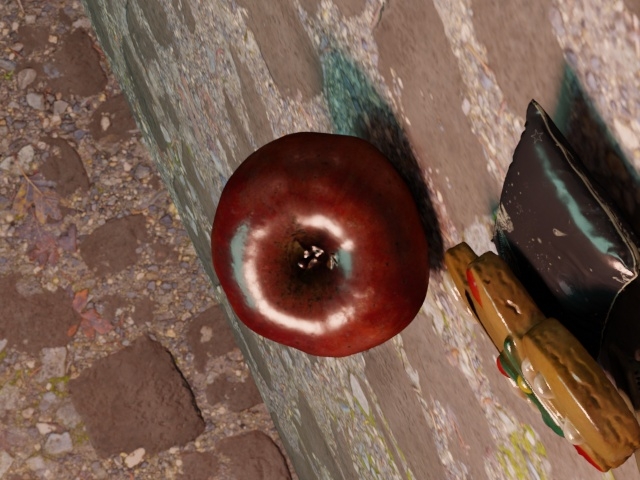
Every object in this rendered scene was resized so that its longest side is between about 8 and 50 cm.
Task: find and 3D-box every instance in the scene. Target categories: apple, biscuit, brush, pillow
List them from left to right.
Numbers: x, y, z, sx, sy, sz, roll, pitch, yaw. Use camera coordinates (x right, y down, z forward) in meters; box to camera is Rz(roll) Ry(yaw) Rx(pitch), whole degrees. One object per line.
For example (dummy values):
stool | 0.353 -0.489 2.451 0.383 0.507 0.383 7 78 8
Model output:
apple | -0.001 -0.002 1.372 0.234 0.234 0.234 60 166 26
biscuit | 0.164 0.093 1.055 0.197 0.049 0.301 52 179 -12
pillow | 0.173 0.002 0.999 0.141 0.055 0.208 59 168 21
brush | 0.246 0.144 1.037 0.034 0.027 0.190 57 172 50
